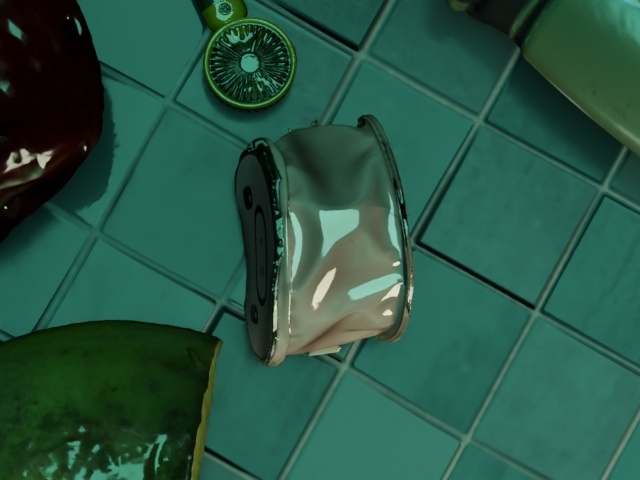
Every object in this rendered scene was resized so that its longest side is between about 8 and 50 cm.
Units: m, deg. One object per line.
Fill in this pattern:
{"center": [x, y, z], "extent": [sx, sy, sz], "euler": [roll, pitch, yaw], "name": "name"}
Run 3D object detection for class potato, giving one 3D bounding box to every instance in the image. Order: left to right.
{"center": [-0.227, 0.177, 1.597], "extent": [0.255, 0.112, 0.269], "euler": [8, 67, 3], "name": "potato"}

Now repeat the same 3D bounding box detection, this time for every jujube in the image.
{"center": [-0.322, -0.169, 1.587], "extent": [0.258, 0.258, 0.376], "euler": [-16, 91, -5], "name": "jujube"}

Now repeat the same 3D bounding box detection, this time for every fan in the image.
{"center": [-0.076, -0.186, 1.697], "extent": [0.082, 0.039, 0.155], "euler": [-23, 85, -5], "name": "fan"}

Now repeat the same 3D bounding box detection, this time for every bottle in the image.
{"center": [0.258, -0.188, 1.661], "extent": [0.347, 0.168, 0.168], "euler": [37, 84, 5], "name": "bottle"}

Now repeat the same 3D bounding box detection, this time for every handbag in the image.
{"center": [-0.001, 0.000, 1.620], "extent": [0.116, 0.179, 0.205], "euler": [-5, 93, -12], "name": "handbag"}
